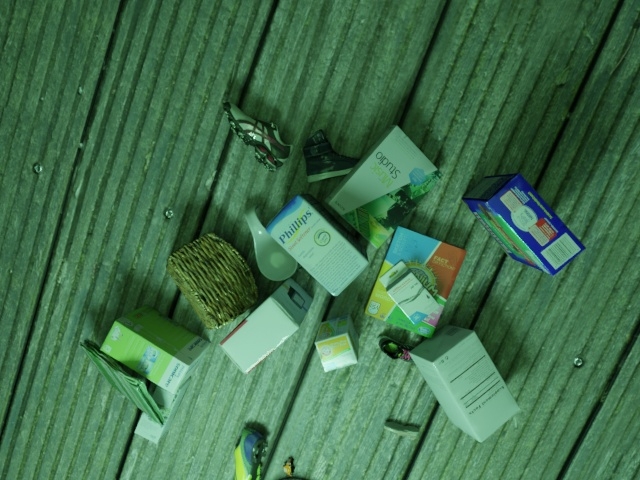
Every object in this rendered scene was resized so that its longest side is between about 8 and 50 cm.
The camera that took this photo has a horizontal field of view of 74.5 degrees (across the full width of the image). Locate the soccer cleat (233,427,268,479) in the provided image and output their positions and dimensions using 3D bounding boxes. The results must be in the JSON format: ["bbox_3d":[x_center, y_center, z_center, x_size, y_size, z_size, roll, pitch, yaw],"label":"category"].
[{"bbox_3d":[-0.277,0.821,1.546,0.121,0.093,0.289,25,105,33],"label":"soccer cleat"}]

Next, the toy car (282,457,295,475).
[{"bbox_3d":[-0.125,0.847,1.512,0.040,0.122,0.060,-4,114,13],"label":"toy car"}]

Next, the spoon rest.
[{"bbox_3d":[-0.180,0.009,1.422,0.137,0.084,0.276,-29,89,8],"label":"spoon rest"}]

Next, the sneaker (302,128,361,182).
[{"bbox_3d":[0.053,-0.288,1.370,0.226,0.086,0.164,-10,98,7],"label":"sneaker"}]

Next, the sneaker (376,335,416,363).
[{"bbox_3d":[0.272,0.381,1.434,0.170,0.075,0.063,23,98,2],"label":"sneaker"}]

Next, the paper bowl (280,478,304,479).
[{"bbox_3d":[-0.103,1.030,1.512,0.284,0.148,0.285,1,98,5],"label":"paper bowl"}]

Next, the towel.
[{"bbox_3d":[-0.670,0.477,1.431,0.324,0.038,0.248,20,135,29],"label":"towel"}]

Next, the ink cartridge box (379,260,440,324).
[{"bbox_3d":[0.282,0.167,1.349,0.104,0.060,0.180,-41,92,9],"label":"ink cartridge box"}]

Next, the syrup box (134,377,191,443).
[{"bbox_3d":[-0.571,0.599,1.528,0.093,0.096,0.237,25,99,4],"label":"syrup box"}]

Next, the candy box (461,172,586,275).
[{"bbox_3d":[0.569,-0.058,1.233,0.122,0.317,0.268,-42,90,10],"label":"candy box"}]

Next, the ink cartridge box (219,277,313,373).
[{"bbox_3d":[-0.159,0.258,1.344,0.226,0.306,0.131,-44,91,8],"label":"ink cartridge box"}]

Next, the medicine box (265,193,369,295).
[{"bbox_3d":[0.000,0.000,1.319,0.289,0.263,0.149,44,98,-1],"label":"medicine box"}]

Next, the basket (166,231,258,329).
[{"bbox_3d":[-0.367,0.135,1.457,0.213,0.223,0.299,-36,93,-25],"label":"basket"}]

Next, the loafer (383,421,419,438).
[{"bbox_3d":[0.283,0.675,1.486,0.125,0.045,0.039,9,104,1],"label":"loafer"}]

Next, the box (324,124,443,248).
[{"bbox_3d":[0.202,-0.166,1.336,0.232,0.058,0.322,40,94,-19],"label":"box"}]

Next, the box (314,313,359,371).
[{"bbox_3d":[0.058,0.331,1.383,0.114,0.203,0.103,-19,95,7],"label":"box"}]

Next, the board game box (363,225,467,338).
[{"bbox_3d":[0.311,0.135,1.407,0.242,0.064,0.317,20,98,3],"label":"board game box"}]

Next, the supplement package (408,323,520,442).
[{"bbox_3d":[0.457,0.447,1.354,0.175,0.177,0.293,-32,94,-13],"label":"supplement package"}]

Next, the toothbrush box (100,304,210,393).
[{"bbox_3d":[-0.555,0.363,1.443,0.283,0.206,0.122,29,98,1],"label":"toothbrush box"}]

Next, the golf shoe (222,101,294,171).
[{"bbox_3d":[-0.209,-0.358,1.392,0.120,0.105,0.273,-42,98,-7],"label":"golf shoe"}]
